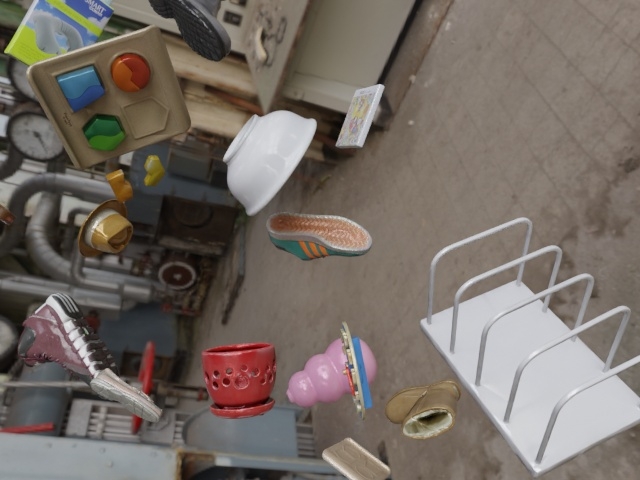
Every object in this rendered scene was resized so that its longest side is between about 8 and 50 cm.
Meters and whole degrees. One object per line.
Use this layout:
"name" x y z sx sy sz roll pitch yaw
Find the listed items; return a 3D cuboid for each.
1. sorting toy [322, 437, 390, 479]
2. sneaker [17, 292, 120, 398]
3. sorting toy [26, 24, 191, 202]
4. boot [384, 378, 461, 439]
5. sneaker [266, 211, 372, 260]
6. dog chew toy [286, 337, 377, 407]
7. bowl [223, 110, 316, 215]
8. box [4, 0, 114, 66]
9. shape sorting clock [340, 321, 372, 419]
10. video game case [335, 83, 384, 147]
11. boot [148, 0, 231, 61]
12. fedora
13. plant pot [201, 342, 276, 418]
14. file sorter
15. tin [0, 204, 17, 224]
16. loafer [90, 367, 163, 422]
"sorting toy" 0.118 0.737 1.887 0.038 0.193 0.208 -63 -24 8
"sneaker" -0.593 0.276 1.334 0.281 0.162 0.106 55 180 11
"sorting toy" -0.348 -0.208 1.038 0.041 0.229 0.307 51 161 41
"boot" 0.244 0.438 1.466 0.236 0.269 0.089 -31 82 18
"sneaker" 0.000 0.000 1.619 0.121 0.302 0.108 80 -154 -54
"dog chew toy" 0.034 0.484 2.056 0.207 0.331 0.206 60 167 22
"bowl" -0.149 -0.219 1.436 0.298 0.134 0.298 -47 20 23
"box" -0.427 -0.358 0.957 0.042 0.109 0.178 25 86 49
"shape sorting clock" 0.067 0.275 1.219 0.206 0.040 0.206 170 90 -83
"video game case" 0.138 -0.441 2.065 0.206 0.026 0.227 22 92 68
"boot" -0.235 -0.548 1.292 0.338 0.222 0.118 49 158 27
"fedora" -0.578 -0.021 1.585 0.194 0.079 0.194 -59 -12 -21
"plant pot" -0.208 0.361 1.487 0.191 0.191 0.174 161 107 -69
"file sorter" 0.295 0.130 0.793 0.278 0.192 0.173 -125 20 -43
"tin" -0.929 -0.109 1.593 0.040 0.189 0.106 -55 -5 -13
"loafer" -0.300 0.241 0.909 0.039 0.125 0.045 -58 -9 -46
